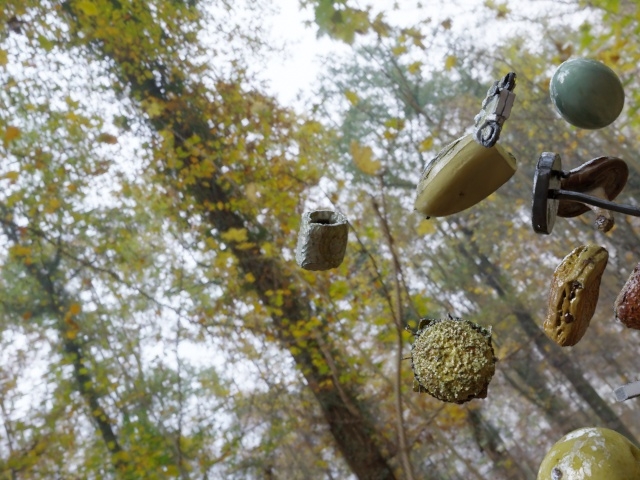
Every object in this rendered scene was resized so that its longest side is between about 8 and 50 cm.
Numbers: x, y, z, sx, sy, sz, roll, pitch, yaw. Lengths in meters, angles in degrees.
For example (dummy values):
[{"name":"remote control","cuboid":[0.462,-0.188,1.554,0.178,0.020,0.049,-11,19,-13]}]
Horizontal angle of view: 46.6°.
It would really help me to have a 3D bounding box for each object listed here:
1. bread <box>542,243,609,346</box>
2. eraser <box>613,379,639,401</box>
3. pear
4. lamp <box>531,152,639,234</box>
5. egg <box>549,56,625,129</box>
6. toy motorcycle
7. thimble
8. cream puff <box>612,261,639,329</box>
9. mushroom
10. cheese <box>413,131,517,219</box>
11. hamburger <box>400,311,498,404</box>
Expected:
[{"name":"bread","cuboid":[0.624,0.131,1.828,0.235,0.099,0.210,-35,-45,-49]},{"name":"eraser","cuboid":[0.628,0.302,1.496,0.052,0.029,0.122,-18,-19,6]},{"name":"pear","cuboid":[0.778,0.696,2.077,0.348,0.348,0.348,-24,-34,-17]},{"name":"lamp","cuboid":[0.410,-0.004,0.887,0.108,0.371,0.130,-51,-36,-15]},{"name":"egg","cuboid":[0.690,-0.381,1.928,0.231,0.168,0.168,28,-66,-36]},{"name":"toy motorcycle","cuboid":[0.445,-0.325,1.919,0.074,0.229,0.151,21,-19,-9]},{"name":"thimble","cuboid":[0.000,0.000,2.139,0.190,0.137,0.143,-21,-53,-55]},{"name":"cream puff","cuboid":[0.976,0.163,2.200,0.240,0.164,0.240,-47,-22,-25]},{"name":"mushroom","cuboid":[0.705,-0.099,1.876,0.227,0.217,0.148,-31,-55,9]},{"name":"cheese","cuboid":[0.401,-0.174,2.145,0.316,0.128,0.259,-35,-39,19]},{"name":"hamburger","cuboid":[0.344,0.313,1.985,0.261,0.243,0.138,-1,-11,19]}]
